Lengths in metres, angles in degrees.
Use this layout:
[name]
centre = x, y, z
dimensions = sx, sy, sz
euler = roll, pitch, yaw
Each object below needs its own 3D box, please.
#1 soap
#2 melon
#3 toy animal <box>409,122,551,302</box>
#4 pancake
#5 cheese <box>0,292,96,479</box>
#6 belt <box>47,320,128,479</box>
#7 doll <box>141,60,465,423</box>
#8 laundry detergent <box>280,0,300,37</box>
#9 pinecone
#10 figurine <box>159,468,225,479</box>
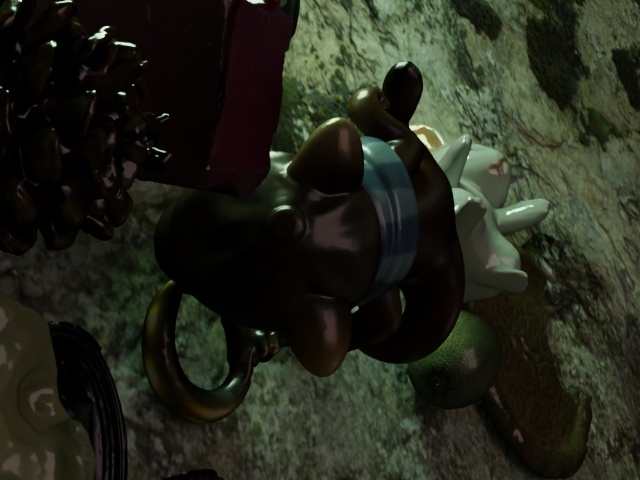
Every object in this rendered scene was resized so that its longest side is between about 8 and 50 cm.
[soap]
centre = -0.154, -0.125, 1.280
dimensions = 0.099, 0.250, 0.162
euler = -7, 103, -58
[melon]
centre = 0.141, 0.122, 1.683
dimensions = 0.098, 0.098, 0.131
euler = 60, 27, -12
[toy animal]
centre = 0.163, -0.055, 1.781
dimensions = 0.140, 0.138, 0.282
euler = 45, 37, -25
[pancake]
centre = 0.243, 0.137, 1.883
dimensions = 0.286, 0.033, 0.288
euler = 38, 43, -37
[cheese]
centre = -0.289, 0.127, 0.952
dimensions = 0.318, 0.115, 0.326
euler = -16, 96, -39
[belt]
centre = -0.207, 0.157, 1.155
dimensions = 0.151, 0.078, 0.198
euler = 30, 53, -55
[doll]
centre = -0.004, -0.001, 1.416
dimensions = 0.339, 0.209, 0.318
euler = -15, 114, -64
[laundry detergent]
centre = -0.112, -0.269, 1.559
dimensions = 0.221, 0.078, 0.144
euler = 19, 60, -51
[pinecone]
centre = -0.240, -0.087, 1.100
dimensions = 0.224, 0.272, 0.224
euler = 2, 90, -75
[figurine]
centre = -0.029, 0.268, 1.276
dimensions = 0.315, 0.168, 0.187
euler = 32, 74, -45
